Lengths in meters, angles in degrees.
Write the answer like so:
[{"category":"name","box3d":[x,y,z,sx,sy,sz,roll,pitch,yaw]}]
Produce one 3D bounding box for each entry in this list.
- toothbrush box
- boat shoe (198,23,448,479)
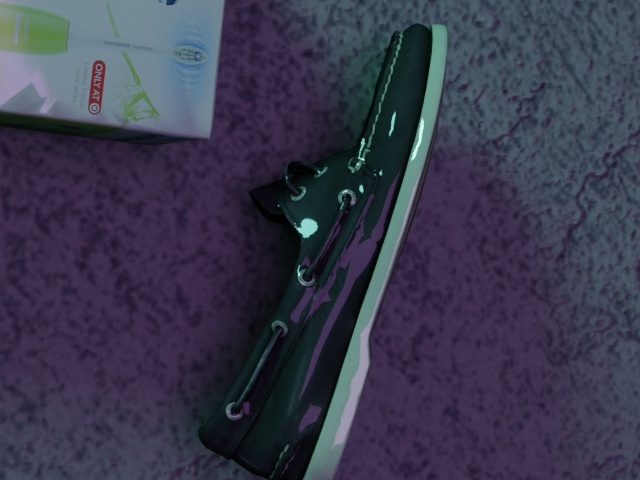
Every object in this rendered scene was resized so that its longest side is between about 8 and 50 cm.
[{"category":"toothbrush box","box3d":[-0.208,-0.179,1.152,0.283,0.122,0.206,7,88,-25]},{"category":"boat shoe","box3d":[0.000,0.001,1.247,0.113,0.127,0.340,16,87,0]}]
